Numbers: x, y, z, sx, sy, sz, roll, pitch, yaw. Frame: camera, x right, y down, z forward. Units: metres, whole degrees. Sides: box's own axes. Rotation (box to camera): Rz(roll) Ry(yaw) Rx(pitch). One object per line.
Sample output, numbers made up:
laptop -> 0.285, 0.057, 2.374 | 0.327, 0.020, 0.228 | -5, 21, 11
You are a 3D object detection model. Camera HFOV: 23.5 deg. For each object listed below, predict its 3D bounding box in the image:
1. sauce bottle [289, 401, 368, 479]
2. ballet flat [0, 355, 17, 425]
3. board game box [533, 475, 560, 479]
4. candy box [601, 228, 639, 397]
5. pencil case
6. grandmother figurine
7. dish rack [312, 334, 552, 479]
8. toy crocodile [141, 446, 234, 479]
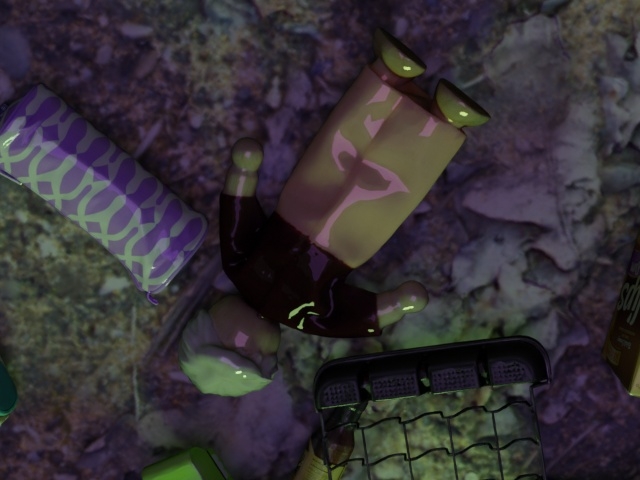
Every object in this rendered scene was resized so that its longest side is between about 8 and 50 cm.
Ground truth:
sauce bottle -> 0.005, 0.194, 1.376 | 0.042, 0.042, 0.128 | 25, 98, -8
ballet flat -> -0.339, 0.060, 1.311 | 0.077, 0.091, 0.241 | -15, 101, 24
board game box -> 0.318, 0.351, 1.297 | 0.347, 0.078, 0.233 | 6, 109, 42
candy box -> 0.300, 0.035, 1.314 | 0.053, 0.109, 0.186 | 12, 102, -6
pencil case -> -0.191, -0.042, 1.285 | 0.206, 0.086, 0.088 | 39, 81, -10
grandmother figurine -> 0.000, 0.000, 1.304 | 0.208, 0.104, 0.342 | 42, 103, 12
dish rack -> 0.105, 0.226, 1.302 | 0.208, 0.074, 0.271 | -8, 89, 10
toy crocodile -> -0.051, 0.333, 1.356 | 0.115, 0.105, 0.340 | -20, 105, 30
